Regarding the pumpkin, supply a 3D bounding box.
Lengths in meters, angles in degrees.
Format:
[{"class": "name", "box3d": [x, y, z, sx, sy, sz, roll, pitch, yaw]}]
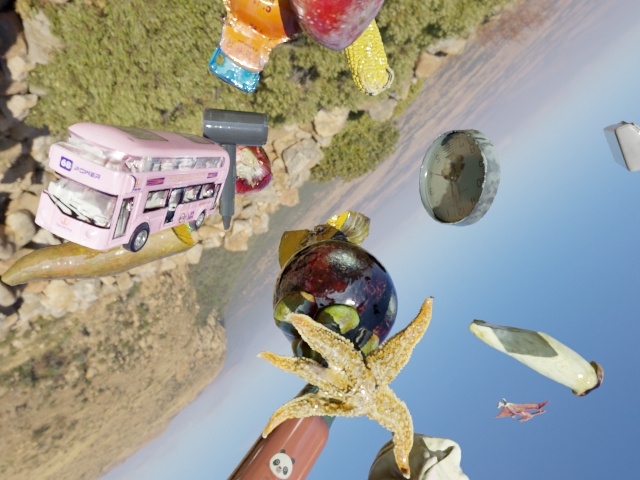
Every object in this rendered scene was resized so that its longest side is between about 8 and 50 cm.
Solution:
[{"class": "pumpkin", "box3d": [0.001, 0.000, 1.238, 0.139, 0.190, 0.281, 14, 113, -49]}]

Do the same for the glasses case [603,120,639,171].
[{"class": "glasses case", "box3d": [0.497, -0.158, 0.688, 0.042, 0.072, 0.190, -30, 178, 32]}]

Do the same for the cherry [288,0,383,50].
[{"class": "cherry", "box3d": [0.027, -0.463, 0.795, 0.192, 0.175, 0.250, -46, 160, -17]}]

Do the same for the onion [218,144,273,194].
[{"class": "onion", "box3d": [-0.309, -0.274, 1.528, 0.195, 0.272, 0.272, -34, 179, 37]}]

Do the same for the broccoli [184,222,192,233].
[{"class": "broccoli", "box3d": [-0.522, -0.090, 1.328, 0.269, 0.253, 0.269, -60, 169, -20]}]

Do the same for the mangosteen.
[{"class": "mangosteen", "box3d": [0.026, 0.156, 0.962, 0.300, 0.300, 0.300, -40, 174, -5]}]

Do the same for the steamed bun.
[{"class": "steamed bun", "box3d": [0.193, 0.596, 0.971, 0.268, 0.206, 0.281, -48, -146, 39]}]

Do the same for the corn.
[{"class": "corn", "box3d": [0.094, -0.502, 1.038, 0.106, 0.294, 0.106, -21, -167, 5]}]

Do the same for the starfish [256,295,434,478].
[{"class": "starfish", "box3d": [0.039, 0.216, 0.707, 0.084, 0.292, 0.302, 159, -57, -82]}]

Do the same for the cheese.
[{"class": "cheese", "box3d": [-0.124, -0.480, 0.882, 0.330, 0.216, 0.129, -66, -162, 4]}]

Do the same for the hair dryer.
[{"class": "hair dryer", "box3d": [-0.176, -0.141, 0.878, 0.128, 0.070, 0.256, -3, 118, -16]}]

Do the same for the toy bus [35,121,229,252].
[{"class": "toy bus", "box3d": [-0.144, -0.050, 0.369, 0.203, 0.063, 0.090, -53, 165, -75]}]

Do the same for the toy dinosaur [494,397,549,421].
[{"class": "toy dinosaur", "box3d": [0.587, 0.503, 1.258, 0.032, 0.108, 0.220, -64, -175, -37]}]

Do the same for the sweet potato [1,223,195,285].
[{"class": "sweet potato", "box3d": [-0.306, 0.012, 0.600, 0.243, 0.077, 0.077, -14, 165, -18]}]

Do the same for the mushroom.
[{"class": "mushroom", "box3d": [0.568, 0.290, 1.130, 0.087, 0.333, 0.108, -12, 128, -59]}]

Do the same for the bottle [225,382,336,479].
[{"class": "bottle", "box3d": [-0.072, 0.471, 0.950, 0.336, 0.144, 0.144, -45, 178, -38]}]

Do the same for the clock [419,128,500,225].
[{"class": "clock", "box3d": [0.429, -0.198, 1.348, 0.061, 0.313, 0.313, -1, 155, -25]}]
